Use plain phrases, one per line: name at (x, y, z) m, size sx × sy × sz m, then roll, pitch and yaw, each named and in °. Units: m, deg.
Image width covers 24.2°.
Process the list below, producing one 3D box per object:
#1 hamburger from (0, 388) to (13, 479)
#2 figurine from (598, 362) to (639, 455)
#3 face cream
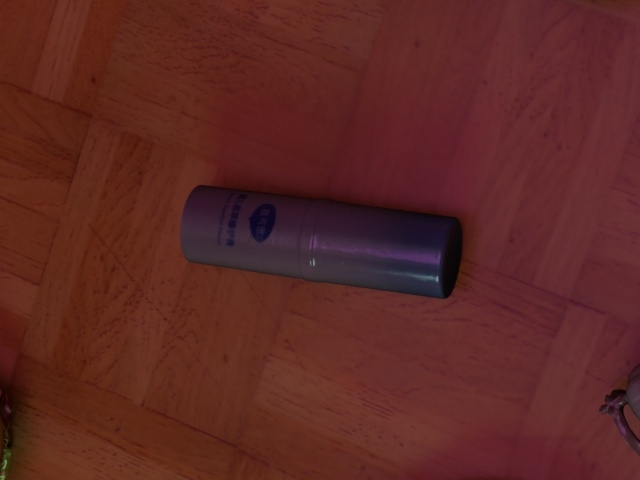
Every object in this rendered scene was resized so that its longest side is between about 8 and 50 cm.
hamburger at (-0.396, 0.217, 1.490) m, size 0.173 × 0.116 × 0.210 m, roll 28°, pitch 106°, yaw 22°
figurine at (0.319, 0.130, 1.259) m, size 0.153 × 0.132 × 0.132 m, roll -31°, pitch 84°, yaw 29°
face cream at (0.000, 0.000, 1.362) m, size 0.250 × 0.077 × 0.077 m, roll 7°, pitch 96°, yaw 17°
